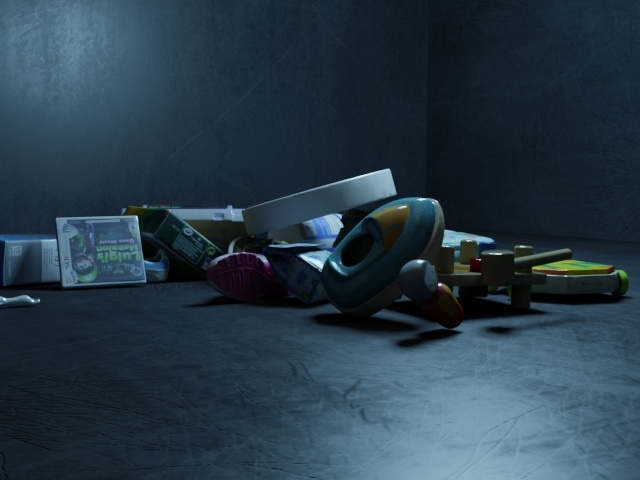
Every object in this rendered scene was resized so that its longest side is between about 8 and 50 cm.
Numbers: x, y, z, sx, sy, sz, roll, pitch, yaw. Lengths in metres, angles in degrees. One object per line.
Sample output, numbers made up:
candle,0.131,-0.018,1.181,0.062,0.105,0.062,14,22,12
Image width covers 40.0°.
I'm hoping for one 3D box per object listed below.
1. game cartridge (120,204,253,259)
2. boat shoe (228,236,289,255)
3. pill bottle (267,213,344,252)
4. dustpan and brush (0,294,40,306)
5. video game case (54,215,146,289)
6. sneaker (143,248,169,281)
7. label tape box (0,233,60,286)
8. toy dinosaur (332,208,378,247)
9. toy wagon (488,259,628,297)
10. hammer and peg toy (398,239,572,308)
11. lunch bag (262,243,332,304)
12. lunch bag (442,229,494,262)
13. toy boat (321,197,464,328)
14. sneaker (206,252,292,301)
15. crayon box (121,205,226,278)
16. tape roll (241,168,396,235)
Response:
game cartridge,-0.364,-0.012,2.443,0.355,0.068,0.230,0,-39,-5
boat shoe,-0.142,0.043,2.179,0.091,0.109,0.305,-4,-1,16
pill bottle,0.000,0.000,2.488,0.272,0.152,0.152,-2,5,-38
dustpan and brush,-0.642,0.110,1.670,0.211,0.060,0.147,-9,19,-30
video game case,-0.507,0.026,2.027,0.190,0.173,0.022,-2,-23,-24
sneaker,-0.475,0.061,2.083,0.237,0.086,0.085,-4,7,-29
label tape box,-0.677,0.042,2.181,0.249,0.115,0.348,5,3,44
toy dinosaur,0.147,-0.035,2.107,0.314,0.121,0.160,-3,14,29
toy wagon,0.497,0.081,1.959,0.267,0.068,0.344,-1,4,-17
hammer and peg toy,0.301,0.071,1.700,0.266,0.127,0.361,0,4,-27
lunch bag,-0.030,0.053,1.820,0.151,0.096,0.129,34,19,26
lunch bag,0.303,0.037,2.289,0.279,0.107,0.224,-4,11,-33
toy boat,0.133,0.038,1.542,0.148,0.267,0.318,45,-1,-34
sneaker,-0.155,0.077,1.856,0.111,0.103,0.252,2,-4,39
crayon box,-0.399,0.002,2.248,0.202,0.081,0.318,41,-19,-30
tape roll,-0.006,-0.095,2.192,0.392,0.072,0.392,-15,3,1
